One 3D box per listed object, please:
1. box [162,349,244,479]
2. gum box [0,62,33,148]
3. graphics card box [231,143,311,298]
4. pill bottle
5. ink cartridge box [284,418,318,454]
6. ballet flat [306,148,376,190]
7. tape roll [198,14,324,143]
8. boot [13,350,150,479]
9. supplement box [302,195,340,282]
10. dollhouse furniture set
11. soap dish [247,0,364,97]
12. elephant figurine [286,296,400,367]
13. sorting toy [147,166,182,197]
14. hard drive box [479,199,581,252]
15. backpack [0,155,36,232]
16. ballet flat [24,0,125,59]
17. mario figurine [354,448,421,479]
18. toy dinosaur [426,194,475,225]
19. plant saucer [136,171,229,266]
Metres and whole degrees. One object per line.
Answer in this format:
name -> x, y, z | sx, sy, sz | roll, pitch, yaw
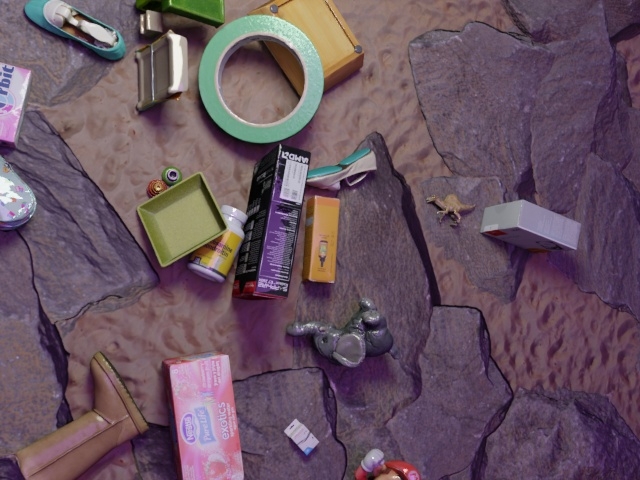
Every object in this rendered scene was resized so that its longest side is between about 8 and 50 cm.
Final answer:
box -> -0.284, 0.428, 1.407 | 0.142, 0.154, 0.300 | -7, 88, -23
gum box -> -0.743, -0.310, 1.351 | 0.107, 0.062, 0.188 | 12, 80, -20
graphics card box -> -0.128, -0.035, 1.478 | 0.094, 0.233, 0.371 | 11, 79, -20
pill bottle -> -0.256, 0.007, 1.491 | 0.103, 0.103, 0.184 | 27, 75, -17
ink cartridge box -> -0.051, 0.521, 1.557 | 0.048, 0.028, 0.083 | -44, 100, -20
ballet flat -> 0.058, -0.185, 1.657 | 0.248, 0.086, 0.086 | -25, 94, -23
tape roll -> -0.152, -0.414, 1.528 | 0.321, 0.077, 0.321 | 0, 99, -1
boot -> -0.560, 0.419, 1.333 | 0.269, 0.089, 0.236 | -30, 95, -21
supplement box -> 0.000, 0.000, 1.610 | 0.078, 0.080, 0.233 | 7, 80, -20
dollhouse furniture set -> -0.354, -0.479, 1.474 | 0.151, 0.197, 0.301 | 0, 88, -42
soap dish -> -0.029, -0.567, 1.639 | 0.229, 0.118, 0.291 | -38, 100, -21
elephant figurine -> 0.062, 0.273, 1.582 | 0.239, 0.186, 0.169 | -31, 139, -12
sorting toy -> -0.389, -0.146, 1.487 | 0.061, 0.042, 0.102 | 46, 70, -11
hard drive box -> 0.649, -0.039, 1.821 | 0.232, 0.181, 0.089 | 19, 79, -18
backpack -> -0.728, -0.104, 1.308 | 0.182, 0.115, 0.152 | 48, 67, -13
ballet flat -> -0.590, -0.528, 1.424 | 0.247, 0.087, 0.083 | 25, 76, -17
mario figurine -> 0.123, 0.681, 1.529 | 0.320, 0.170, 0.198 | -22, 127, -15
toy dinosaur -> 0.413, -0.095, 1.800 | 0.183, 0.053, 0.092 | 8, 80, -21
plant saucer -> -0.333, -0.047, 1.446 | 0.188, 0.045, 0.188 | -30, 67, 0
